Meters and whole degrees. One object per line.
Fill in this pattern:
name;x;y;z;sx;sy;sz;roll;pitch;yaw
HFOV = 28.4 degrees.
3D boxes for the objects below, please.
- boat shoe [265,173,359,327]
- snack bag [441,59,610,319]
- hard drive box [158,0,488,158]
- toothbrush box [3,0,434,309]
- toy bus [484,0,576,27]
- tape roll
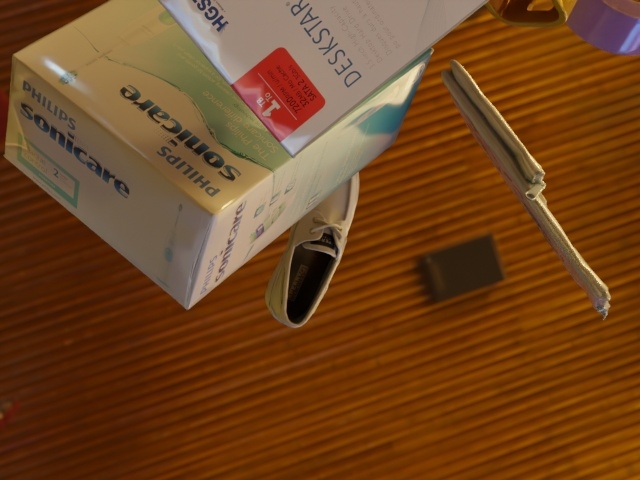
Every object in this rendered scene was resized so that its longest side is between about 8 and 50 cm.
boat shoe;0.000;0.000;1.763;0.084;0.095;0.258;-147;-109;-70
snack bag;0.269;-0.056;1.591;0.343;0.037;0.323;57;7;12
hard drive box;0.011;-0.200;0.877;0.181;0.232;0.089;47;6;-45
toothbrush box;-0.083;-0.116;1.069;0.216;0.295;0.126;37;-41;14
toy bus;0.223;-0.297;1.199;0.104;0.202;0.191;47;21;-39
tape roll;0.441;-0.367;1.848;0.080;0.188;0.189;114;-41;-56
